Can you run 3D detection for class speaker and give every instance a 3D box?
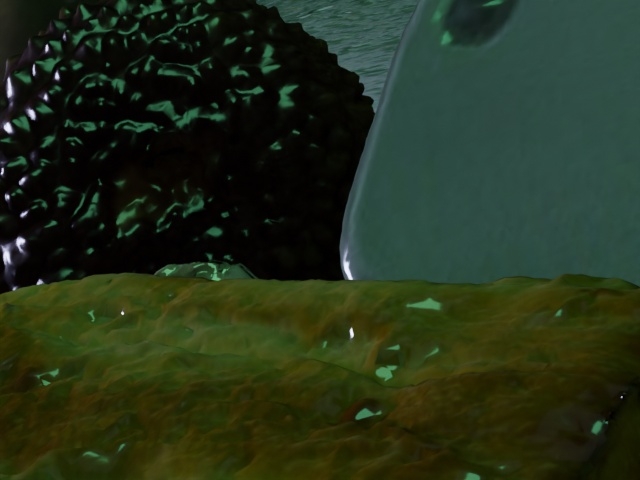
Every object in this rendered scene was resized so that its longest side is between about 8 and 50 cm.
[{"bbox_3d":[0.225,-0.014,0.471,0.406,0.184,0.183,-2,60,39],"label":"speaker"}]

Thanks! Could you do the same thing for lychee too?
[{"bbox_3d":[-0.088,-0.019,0.812,0.271,0.271,0.271,-14,16,4],"label":"lychee"}]

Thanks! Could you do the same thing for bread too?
[{"bbox_3d":[-0.028,0.109,0.451,0.344,0.149,0.195,0,32,41],"label":"bread"}]

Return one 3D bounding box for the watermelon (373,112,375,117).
[{"bbox_3d":[0.018,-0.085,1.201,0.078,0.078,0.110,-24,23,-29],"label":"watermelon"}]

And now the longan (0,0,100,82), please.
[{"bbox_3d":[-0.183,-0.134,1.167,0.297,0.297,0.297,-14,16,4],"label":"longan"}]

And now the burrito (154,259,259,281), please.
[{"bbox_3d":[-0.009,0.064,0.598,0.051,0.171,0.042,12,60,44],"label":"burrito"}]
